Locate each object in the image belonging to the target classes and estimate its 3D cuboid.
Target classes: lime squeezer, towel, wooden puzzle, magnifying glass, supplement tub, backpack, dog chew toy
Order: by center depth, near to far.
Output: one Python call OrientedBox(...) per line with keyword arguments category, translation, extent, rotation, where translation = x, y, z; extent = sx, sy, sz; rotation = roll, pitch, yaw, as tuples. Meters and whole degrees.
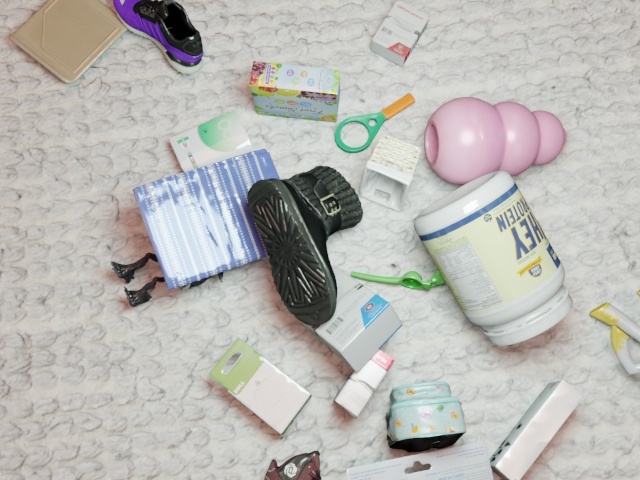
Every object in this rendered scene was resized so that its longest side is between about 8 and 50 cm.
OrientedBox(category="backpack", translation=(0.221, 0.373, 1.388), extent=(0.166, 0.188, 0.144), rotation=(-4, 75, 0))
OrientedBox(category="supplement tub", translation=(0.377, 0.038, 1.427), extent=(0.235, 0.235, 0.325), rotation=(-32, 94, -8))
OrientedBox(category="towel", translation=(-0.225, -0.055, 1.481), extent=(0.336, 0.040, 0.243), rotation=(-20, 87, -23))
OrientedBox(category="lime squeezer", translation=(0.232, 0.065, 1.538), extent=(0.310, 0.059, 0.110), rotation=(-20, 76, -4))
OrientedBox(category="dog chew toy", translation=(0.420, -0.237, 1.552), extent=(0.332, 0.206, 0.206), rotation=(-4, 75, -10))
OrientedBox(category="magnifying glass", translation=(0.139, -0.300, 1.653), extent=(0.231, 0.026, 0.092), rotation=(-34, 77, -6))
OrientedBox(category="wooden puzzle", translation=(-0.648, -0.540, 1.713), extent=(0.221, 0.044, 0.238), rotation=(38, 74, 9))

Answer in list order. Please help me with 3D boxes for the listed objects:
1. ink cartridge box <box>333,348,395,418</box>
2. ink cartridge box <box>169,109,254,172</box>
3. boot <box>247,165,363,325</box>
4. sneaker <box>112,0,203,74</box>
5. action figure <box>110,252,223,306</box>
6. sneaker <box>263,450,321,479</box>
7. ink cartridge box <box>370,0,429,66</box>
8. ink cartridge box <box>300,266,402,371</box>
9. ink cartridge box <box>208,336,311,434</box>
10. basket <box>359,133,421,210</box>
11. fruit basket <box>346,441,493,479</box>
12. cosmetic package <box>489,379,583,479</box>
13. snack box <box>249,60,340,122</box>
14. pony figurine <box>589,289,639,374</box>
OrientedBox(category="ink cartridge box", translation=(0.094, 0.310, 1.445), extent=(0.063, 0.109, 0.150), rotation=(35, 78, 8))
OrientedBox(category="ink cartridge box", translation=(-0.244, -0.185, 1.609), extent=(0.181, 0.056, 0.224), rotation=(-25, 75, -5))
OrientedBox(category="boot", translation=(0.003, -0.002, 1.470), extent=(0.131, 0.260, 0.348), rotation=(-22, 86, 36))
OrientedBox(category="sneaker", translation=(-0.401, -0.563, 1.650), extent=(0.293, 0.146, 0.102), rotation=(41, 62, 7))
OrientedBox(category="action figure", translation=(-0.327, 0.049, 1.503), extent=(0.276, 0.141, 0.164), rotation=(-25, 75, -3))
OrientedBox(category="sneaker", translation=(0.006, 0.538, 1.391), extent=(0.281, 0.106, 0.162), rotation=(16, 73, 5))
OrientedBox(category="ink cartridge box", translation=(0.204, -0.534, 1.695), extent=(0.099, 0.056, 0.135), rotation=(30, 78, 7))
OrientedBox(category="ink cartridge box", translation=(0.054, 0.168, 1.444), extent=(0.148, 0.086, 0.203), rotation=(-44, 39, -10))
OrientedBox(category="ink cartridge box", translation=(-0.133, 0.324, 1.467), extent=(0.209, 0.062, 0.109), rotation=(36, 78, 9))
OrientedBox(category="basket", translation=(0.165, -0.159, 1.543), extent=(0.113, 0.167, 0.103), rotation=(23, 72, 6))
OrientedBox(category="fruit basket", translation=(0.223, 0.613, 1.324), extent=(0.327, 0.165, 0.353), rotation=(-5, 72, -19))
OrientedBox(category="cosmetic package", translation=(0.461, 0.412, 1.423), extent=(0.060, 0.099, 0.239), rotation=(41, 78, 10))
OrientedBox(category="snack box", translation=(-0.057, -0.356, 1.589), extent=(0.207, 0.174, 0.070), rotation=(8, 79, 1))
OrientedBox(category="pony figurine", translation=(0.821, 0.235, 1.407), extent=(0.351, 0.303, 0.363), rotation=(-38, 80, 24))
